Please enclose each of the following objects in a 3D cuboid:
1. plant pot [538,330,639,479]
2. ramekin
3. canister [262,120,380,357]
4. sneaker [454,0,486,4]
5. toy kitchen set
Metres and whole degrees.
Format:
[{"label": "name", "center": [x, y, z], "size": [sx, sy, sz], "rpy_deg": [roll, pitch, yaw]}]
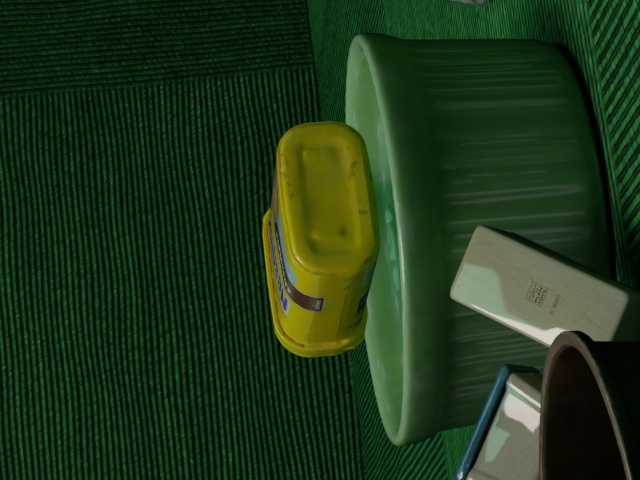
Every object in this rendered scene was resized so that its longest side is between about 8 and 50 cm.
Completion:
[{"label": "plant pot", "center": [0.174, 0.105, 0.667], "size": [0.167, 0.165, 0.167], "rpy_deg": [174, 90, -86]}, {"label": "ramekin", "center": [0.111, -0.007, 1.399], "size": [0.303, 0.148, 0.303], "rpy_deg": [175, 90, -85]}, {"label": "canister", "center": [0.000, 0.000, 1.397], "size": [0.170, 0.073, 0.126], "rpy_deg": [100, 163, -68]}, {"label": "sneaker", "center": [0.086, -0.255, 1.550], "size": [0.232, 0.115, 0.090], "rpy_deg": [88, 174, -66]}, {"label": "toy kitchen set", "center": [0.152, 0.115, 1.255], "size": [0.166, 0.122, 0.207], "rpy_deg": [13, -78, -54]}]
